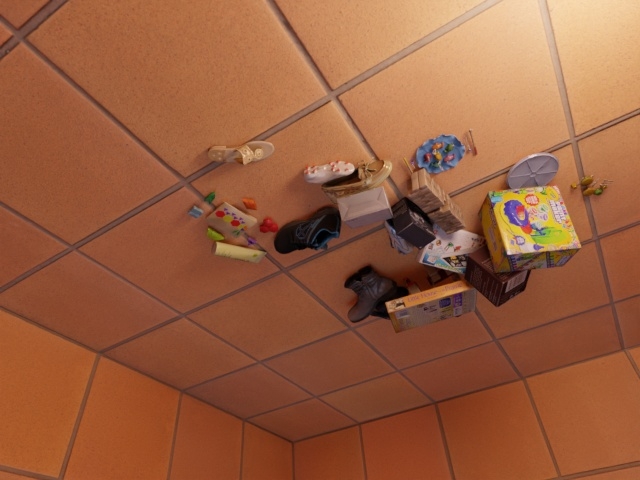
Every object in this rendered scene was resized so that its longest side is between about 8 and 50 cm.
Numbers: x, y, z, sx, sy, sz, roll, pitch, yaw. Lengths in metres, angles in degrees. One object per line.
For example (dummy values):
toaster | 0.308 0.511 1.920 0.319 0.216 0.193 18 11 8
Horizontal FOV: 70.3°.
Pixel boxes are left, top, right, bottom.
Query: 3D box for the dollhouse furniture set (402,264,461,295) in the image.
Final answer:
dollhouse furniture set | 0.553 0.194 2.237 0.259 0.135 0.262 -29 134 9

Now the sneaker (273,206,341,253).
sneaker | -0.062 -0.018 1.911 0.341 0.139 0.125 -29 134 26

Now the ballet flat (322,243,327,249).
ballet flat | 0.000 0.000 2.014 0.041 0.041 0.114 -12 136 8

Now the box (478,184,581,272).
box | 0.825 -0.045 1.826 0.280 0.289 0.177 -6 152 1

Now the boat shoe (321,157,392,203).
boat shoe | 0.136 -0.231 1.720 0.285 0.104 0.089 -28 131 26

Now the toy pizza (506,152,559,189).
toy pizza | 0.833 -0.270 1.791 0.202 0.032 0.201 -4 139 -4

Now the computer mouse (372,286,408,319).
computer mouse | 0.377 0.347 2.401 0.189 0.072 0.272 13 135 -18

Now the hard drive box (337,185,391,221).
hard drive box | 0.179 -0.122 1.772 0.181 0.089 0.232 -15 170 10

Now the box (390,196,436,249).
box | 0.381 -0.071 1.878 0.156 0.158 0.093 29 128 -32

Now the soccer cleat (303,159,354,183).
soccer cleat | 0.033 -0.255 1.719 0.197 0.068 0.076 -5 143 11

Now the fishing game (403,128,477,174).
fishing game | 0.452 -0.318 1.701 0.264 0.041 0.189 -19 138 16

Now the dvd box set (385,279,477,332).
dvd box set | 0.541 0.322 2.203 0.421 0.062 0.307 -18 147 7

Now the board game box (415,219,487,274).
board game box | 0.592 0.039 2.030 0.306 0.053 0.192 15 102 -20

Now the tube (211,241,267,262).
tube | -0.363 0.057 2.027 0.240 0.062 0.070 14 178 -34

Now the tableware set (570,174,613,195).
tableware set | 1.113 -0.225 1.876 0.154 0.024 0.104 3 141 -10

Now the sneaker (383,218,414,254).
sneaker | 0.332 -0.011 1.994 0.086 0.085 0.237 -28 132 17

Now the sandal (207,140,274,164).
sandal | -0.285 -0.297 1.628 0.241 0.079 0.088 -3 138 -2

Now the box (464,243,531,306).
box | 0.755 0.138 1.947 0.169 0.203 0.166 -26 137 -16

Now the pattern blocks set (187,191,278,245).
pattern blocks set | -0.367 -0.085 1.893 0.286 0.026 0.325 -27 133 23

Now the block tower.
block tower | 0.467 -0.150 1.831 0.091 0.097 0.336 -23 136 33

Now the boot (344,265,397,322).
boot | 0.197 0.263 2.281 0.223 0.118 0.338 29 117 -28
